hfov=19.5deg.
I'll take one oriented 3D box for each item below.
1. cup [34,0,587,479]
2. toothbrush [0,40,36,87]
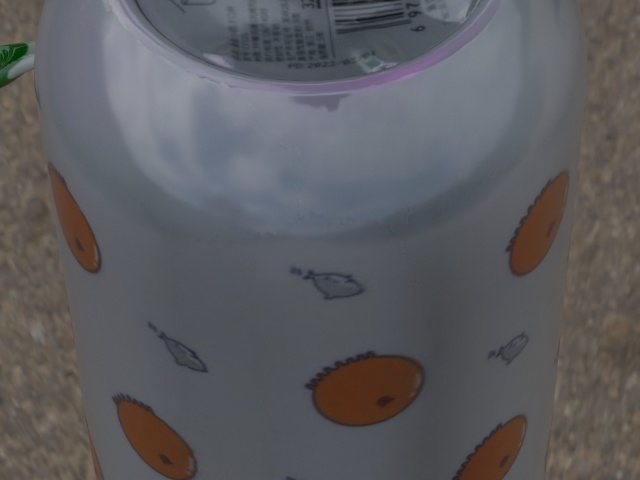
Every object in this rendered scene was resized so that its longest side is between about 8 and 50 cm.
[{"bbox_3d":[0.000,0.000,0.759,0.212,0.317,0.212,0,50,0],"label":"cup"},{"bbox_3d":[-0.182,-0.095,1.048,0.304,0.030,0.030,-11,66,3],"label":"toothbrush"}]
